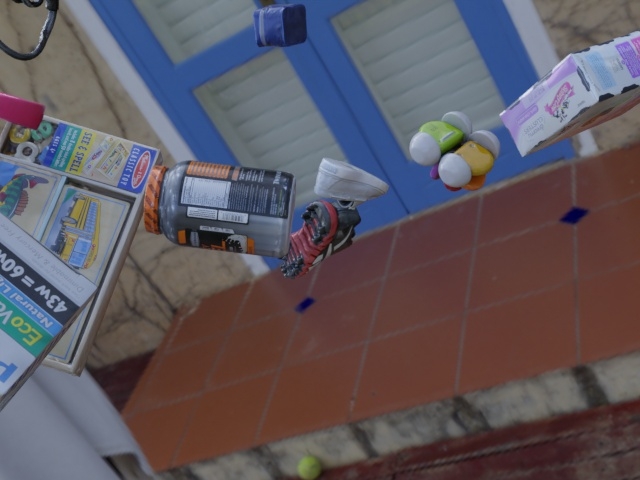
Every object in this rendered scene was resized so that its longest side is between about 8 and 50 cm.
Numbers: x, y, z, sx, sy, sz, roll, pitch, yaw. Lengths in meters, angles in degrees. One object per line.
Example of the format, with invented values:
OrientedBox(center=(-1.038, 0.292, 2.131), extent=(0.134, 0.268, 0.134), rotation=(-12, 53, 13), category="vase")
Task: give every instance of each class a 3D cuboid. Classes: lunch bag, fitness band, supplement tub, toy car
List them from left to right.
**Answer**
OrientedBox(center=(-0.564, -0.235, 1.333), extent=(0.290, 0.209, 0.054), rotation=(20, 88, 27), category="fitness band")
OrientedBox(center=(-0.132, -0.044, 1.142), extent=(0.190, 0.117, 0.117), rotation=(7, 29, 1), category="supplement tub")
OrientedBox(center=(-0.068, -0.358, 1.425), extent=(0.065, 0.067, 0.098), rotation=(6, 20, 25), category="lunch bag")
OrientedBox(center=(0.281, -0.175, 1.830), extent=(0.182, 0.136, 0.159), rotation=(39, 57, 23), category="toy car")

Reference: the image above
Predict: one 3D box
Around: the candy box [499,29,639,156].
OrientedBox(center=(0.359, -0.197, 1.114), extent=(0.196, 0.070, 0.165), rotation=(-22, -9, -27), category="candy box")

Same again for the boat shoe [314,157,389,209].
OrientedBox(center=(0.047, -0.080, 1.319), extent=(0.063, 0.066, 0.184), rotation=(-64, -22, 9), category="boat shoe")

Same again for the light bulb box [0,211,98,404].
OrientedBox(center=(-0.530, 0.103, 1.021), extent=(0.361, 0.358, 0.225), rotation=(-44, 10, 30), category="light bulb box")

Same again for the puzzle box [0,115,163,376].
OrientedBox(center=(-0.458, -0.004, 1.434), extent=(0.052, 0.271, 0.409), rotation=(105, -179, -71), category="puzzle box")

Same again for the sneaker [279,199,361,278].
OrientedBox(center=(0.000, 0.000, 1.870), extent=(0.135, 0.098, 0.276), rotation=(-11, -24, -31), category="sneaker")

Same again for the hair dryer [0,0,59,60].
OrientedBox(center=(-0.241, -0.311, 0.650), extent=(0.224, 0.080, 0.294), rotation=(100, 178, -69), category="hair dryer")
